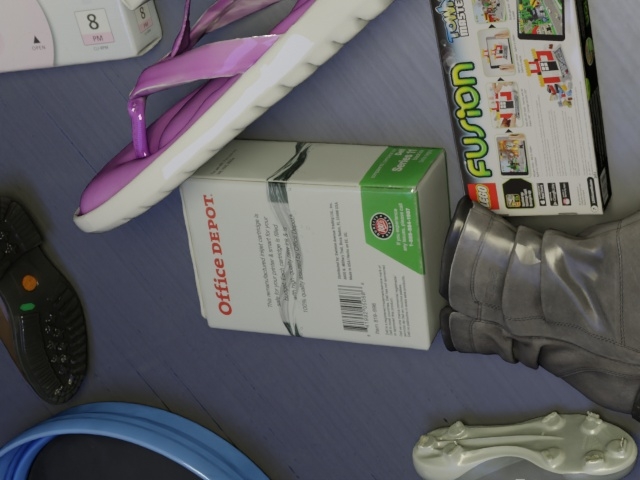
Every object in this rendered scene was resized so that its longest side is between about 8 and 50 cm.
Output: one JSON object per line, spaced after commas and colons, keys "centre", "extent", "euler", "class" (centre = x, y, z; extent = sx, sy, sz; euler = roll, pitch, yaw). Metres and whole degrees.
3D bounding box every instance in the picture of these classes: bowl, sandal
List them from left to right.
{"centre": [-0.181, 0.340, 1.471], "extent": [0.391, 0.077, 0.391], "euler": [11, 121, 19], "class": "bowl"}
{"centre": [-0.056, -0.159, 1.088], "extent": [0.416, 0.169, 0.102], "euler": [-38, 101, 22], "class": "sandal"}

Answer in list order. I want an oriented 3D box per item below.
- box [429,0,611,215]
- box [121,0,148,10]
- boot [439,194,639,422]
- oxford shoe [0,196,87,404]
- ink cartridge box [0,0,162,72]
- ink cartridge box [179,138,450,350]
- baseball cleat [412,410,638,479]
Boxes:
{"centre": [0.154, -0.118, 1.086], "extent": [0.114, 0.036, 0.207], "euler": [0, 117, 25], "class": "box"}
{"centre": [-0.117, -0.294, 1.022], "extent": [0.119, 0.181, 0.182], "euler": [-33, 101, 35], "class": "box"}
{"centre": [0.197, 0.012, 1.055], "extent": [0.222, 0.118, 0.338], "euler": [20, 137, 13], "class": "boot"}
{"centre": [-0.296, 0.057, 1.375], "extent": [0.096, 0.083, 0.227], "euler": [3, 120, 45], "class": "oxford shoe"}
{"centre": [-0.252, -0.259, 1.182], "extent": [0.189, 0.066, 0.232], "euler": [-2, 120, 26], "class": "ink cartridge box"}
{"centre": [0.000, 0.000, 1.191], "extent": [0.208, 0.087, 0.153], "euler": [5, 119, 21], "class": "ink cartridge box"}
{"centre": [0.186, 0.204, 1.245], "extent": [0.206, 0.072, 0.109], "euler": [-1, 130, 30], "class": "baseball cleat"}
